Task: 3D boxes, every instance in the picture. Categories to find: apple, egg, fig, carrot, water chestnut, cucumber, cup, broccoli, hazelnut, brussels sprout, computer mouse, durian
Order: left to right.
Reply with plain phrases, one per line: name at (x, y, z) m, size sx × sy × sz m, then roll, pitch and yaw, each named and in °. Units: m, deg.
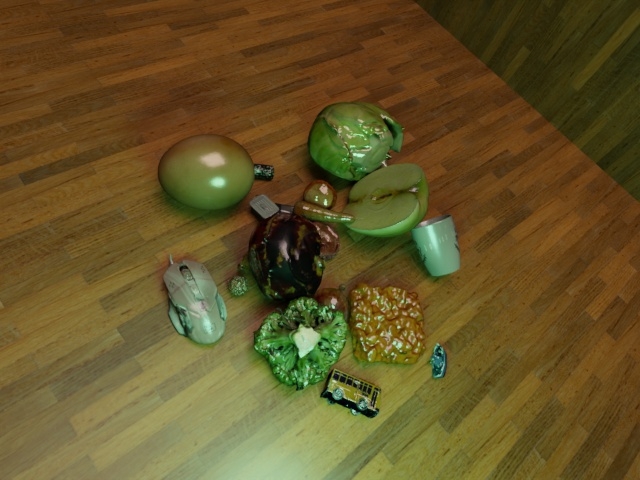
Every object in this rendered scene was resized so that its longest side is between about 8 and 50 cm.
computer mouse at (-0.455, 0.188, 1.719) m, size 0.199 × 0.115 × 0.389 m, roll -18°, pitch 66°, yaw -31°
egg at (-0.449, -0.271, 1.899) m, size 0.374 × 0.301 × 0.301 m, roll 5°, pitch 57°, yaw -14°
durian at (-0.315, 0.168, 1.806) m, size 0.091 × 0.080 × 0.080 m, roll 16°, pitch 53°, yaw 12°
cucumber at (-0.352, -0.310, 2.105) m, size 0.293 × 0.067 × 0.067 m, roll 2°, pitch 58°, yaw -16°
water chestnut at (-0.158, 0.067, 1.803) m, size 0.347 × 0.335 × 0.335 m, roll -9°, pitch 49°, yaw 29°
broccoli at (-0.065, 0.339, 1.651) m, size 0.304 × 0.283 × 0.321 m, roll 35°, pitch 74°, yaw 3°
hazelnut at (-0.002, -0.194, 2.114) m, size 0.150 × 0.150 × 0.150 m, roll 9°, pitch 56°, yaw -13°
carrot at (0.029, -0.108, 2.028) m, size 0.298 × 0.078 × 0.078 m, roll 11°, pitch 54°, yaw 10°
fig at (0.035, 0.243, 1.854) m, size 0.143 × 0.231 × 0.160 m, roll -44°, pitch 100°, yaw 8°
brussels sprout at (0.136, -0.477, 2.202) m, size 0.425 × 0.342 × 0.361 m, roll -16°, pitch 53°, yaw -45°
apple at (0.278, -0.170, 2.067) m, size 0.320 × 0.360 × 0.311 m, roll -13°, pitch 93°, yaw -56°
cup at (0.514, 0.018, 2.111) m, size 0.186 × 0.258 × 0.234 m, roll -18°, pitch 97°, yaw 10°

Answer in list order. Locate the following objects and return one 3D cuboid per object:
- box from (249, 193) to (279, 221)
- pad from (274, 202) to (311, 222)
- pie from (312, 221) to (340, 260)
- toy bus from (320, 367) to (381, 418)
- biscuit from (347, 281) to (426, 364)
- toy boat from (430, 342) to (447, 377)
box at (-0.236, -0.126, 2.009) m, size 0.084 × 0.069 × 0.122 m, roll -36°, pitch 66°, yaw -25°
pad at (-0.121, -0.057, 2.045) m, size 0.174 × 0.022 × 0.233 m, roll 8°, pitch 55°, yaw -13°
pie at (0.000, 0.000, 2.015) m, size 0.182 × 0.049 × 0.182 m, roll 17°, pitch 55°, yaw -25°
toy bus at (0.113, 0.539, 1.690) m, size 0.201 × 0.098 × 0.114 m, roll 23°, pitch 54°, yaw -1°
biscuit at (0.259, 0.327, 1.867) m, size 0.312 × 0.110 × 0.318 m, roll 6°, pitch 57°, yaw -16°
toy boat at (0.459, 0.469, 1.870) m, size 0.061 × 0.060 × 0.137 m, roll 33°, pitch 55°, yaw -23°
